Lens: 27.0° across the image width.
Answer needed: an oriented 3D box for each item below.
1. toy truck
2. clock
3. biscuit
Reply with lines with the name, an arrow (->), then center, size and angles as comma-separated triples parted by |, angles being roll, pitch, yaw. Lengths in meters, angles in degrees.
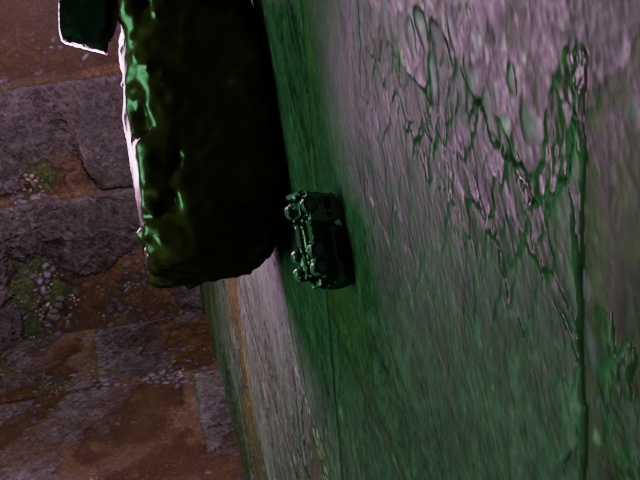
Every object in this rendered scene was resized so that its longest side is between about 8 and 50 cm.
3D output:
toy truck -> 0.000, 0.000, 1.100 | 0.039, 0.044, 0.083 | -23, 75, 59
clock -> -0.246, -0.353, 1.512 | 0.280, 0.055, 0.281 | -170, 90, -84
biscuit -> -0.150, -0.121, 1.586 | 0.395, 0.166, 0.343 | 149, 116, -81
